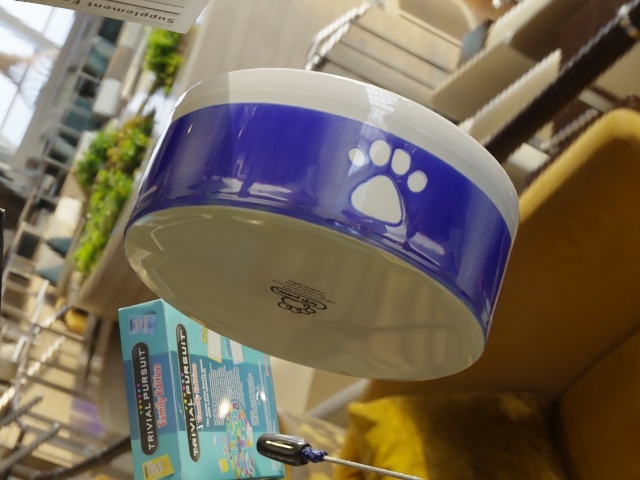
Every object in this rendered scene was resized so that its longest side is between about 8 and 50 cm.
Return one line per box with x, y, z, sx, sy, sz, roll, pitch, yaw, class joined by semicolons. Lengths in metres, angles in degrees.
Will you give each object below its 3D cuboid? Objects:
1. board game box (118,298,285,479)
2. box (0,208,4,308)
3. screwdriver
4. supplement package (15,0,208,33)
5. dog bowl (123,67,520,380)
-0.169;0.237;1.535;0.079;0.336;0.254;-14;75;20;board game box
-0.633;0.091;1.555;0.073;0.295;0.294;11;98;48;box
0.014;0.174;0.826;0.169;0.024;0.025;-2;96;39;screwdriver
-0.111;-0.261;0.670;0.244;0.139;0.134;-35;53;57;supplement package
0.000;0.000;0.729;0.265;0.264;0.104;-34;34;59;dog bowl
